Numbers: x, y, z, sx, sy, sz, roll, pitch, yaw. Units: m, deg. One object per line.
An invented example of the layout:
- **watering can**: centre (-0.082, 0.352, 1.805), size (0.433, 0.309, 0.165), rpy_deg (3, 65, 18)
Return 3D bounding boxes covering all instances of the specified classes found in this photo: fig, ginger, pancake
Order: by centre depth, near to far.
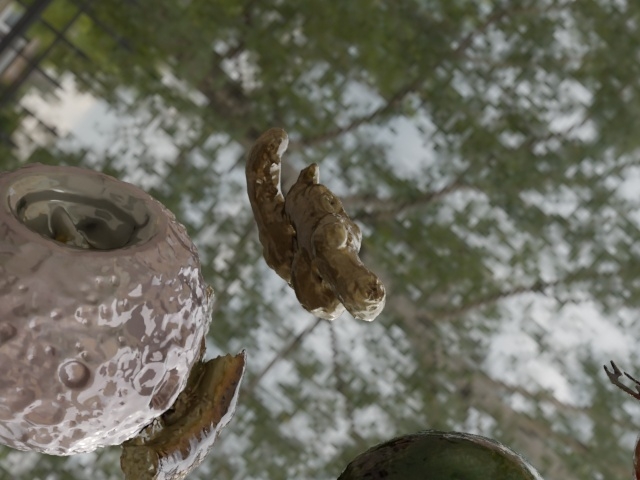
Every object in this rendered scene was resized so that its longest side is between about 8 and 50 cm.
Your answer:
- **fig**: centre (0.105, 0.250, 1.284), size (0.203, 0.203, 0.235), rpy_deg (-49, 170, 2)
- **ginger**: centre (0.000, 0.012, 1.446), size (0.065, 0.149, 0.258), rpy_deg (-18, -142, -19)
- **pancake**: centre (-0.134, 0.156, 1.565), size (0.056, 0.212, 0.257), rpy_deg (3, -114, 18)

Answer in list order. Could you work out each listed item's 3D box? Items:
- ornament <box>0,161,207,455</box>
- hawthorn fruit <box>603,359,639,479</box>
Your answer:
- **ornament**: centre (-0.229, 0.065, 1.359), size (0.259, 0.259, 0.225), rpy_deg (-77, -177, -62)
- **hawthorn fruit**: centre (0.326, 0.156, 1.191), size (0.299, 0.211, 0.211), rpy_deg (23, -110, 42)
